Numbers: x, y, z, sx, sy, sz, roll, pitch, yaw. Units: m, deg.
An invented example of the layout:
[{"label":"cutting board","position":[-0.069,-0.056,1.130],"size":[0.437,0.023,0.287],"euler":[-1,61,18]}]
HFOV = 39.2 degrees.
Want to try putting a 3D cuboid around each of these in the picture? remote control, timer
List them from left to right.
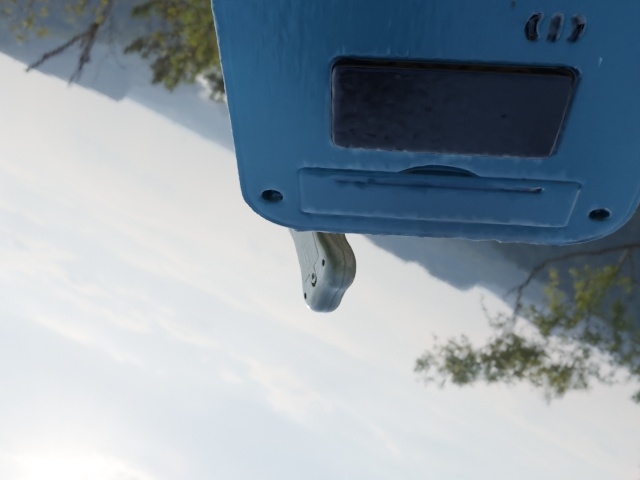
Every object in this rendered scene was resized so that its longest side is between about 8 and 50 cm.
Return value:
[{"label":"remote control","position":[0.000,0.000,0.781],"size":[0.032,0.074,0.122],"euler":[1,-127,-22]},{"label":"timer","position":[0.068,-0.102,0.467],"size":[0.231,0.091,0.250],"euler":[4,149,3]}]
